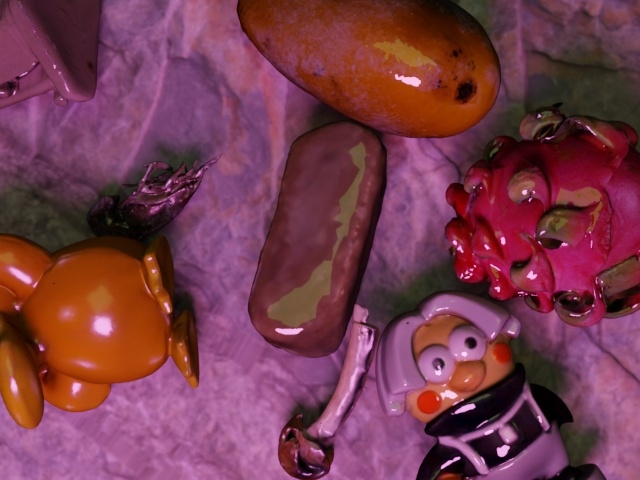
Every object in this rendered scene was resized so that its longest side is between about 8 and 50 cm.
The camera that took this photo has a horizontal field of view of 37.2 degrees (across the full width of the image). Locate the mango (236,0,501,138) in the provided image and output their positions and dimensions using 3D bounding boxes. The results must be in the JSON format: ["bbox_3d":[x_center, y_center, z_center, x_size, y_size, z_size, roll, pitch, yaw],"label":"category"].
[{"bbox_3d":[0.038,-0.206,0.977,0.316,0.193,0.146,31,109,25],"label":"mango"}]

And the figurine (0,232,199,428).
[{"bbox_3d":[-0.246,0.078,0.932,0.228,0.215,0.215,-23,77,-19],"label":"figurine"}]

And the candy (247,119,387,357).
[{"bbox_3d":[0.000,0.000,0.967,0.102,0.104,0.234,12,77,9],"label":"candy"}]

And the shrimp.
[{"bbox_3d":[-0.172,-0.050,1.002,0.165,0.056,0.065,-37,93,7],"label":"shrimp"}]

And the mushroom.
[{"bbox_3d":[0.013,0.150,0.932,0.060,0.061,0.187,27,99,2],"label":"mushroom"}]

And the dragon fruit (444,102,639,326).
[{"bbox_3d":[0.262,-0.016,0.930,0.273,0.198,0.218,22,47,-17],"label":"dragon fruit"}]

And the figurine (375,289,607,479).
[{"bbox_3d":[0.145,0.166,0.911,0.176,0.133,0.236,-31,81,-8],"label":"figurine"}]

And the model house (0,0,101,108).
[{"bbox_3d":[-0.347,-0.239,1.029,0.188,0.122,0.229,-13,62,11],"label":"model house"}]
